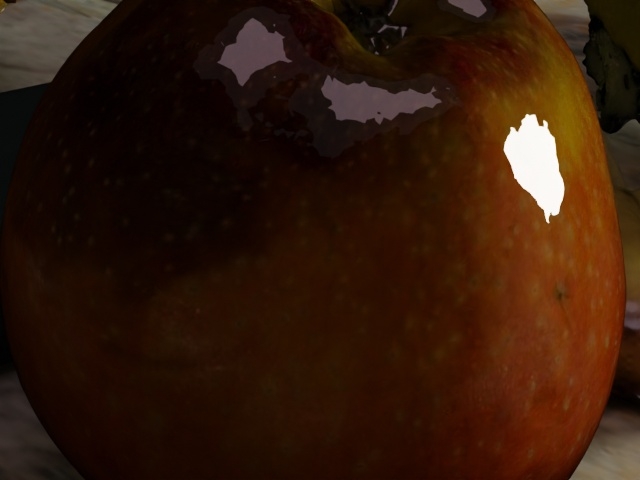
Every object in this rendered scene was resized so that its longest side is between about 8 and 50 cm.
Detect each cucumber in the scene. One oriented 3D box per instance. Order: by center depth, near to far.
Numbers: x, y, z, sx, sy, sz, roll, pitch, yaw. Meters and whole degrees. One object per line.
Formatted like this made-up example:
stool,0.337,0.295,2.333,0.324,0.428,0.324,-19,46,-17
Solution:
cucumber,0.235,-0.120,0.967,0.245,0.067,0.067,-20,37,-34

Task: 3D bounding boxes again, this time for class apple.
apple,0.000,0.000,0.606,0.230,0.230,0.230,1,31,-1

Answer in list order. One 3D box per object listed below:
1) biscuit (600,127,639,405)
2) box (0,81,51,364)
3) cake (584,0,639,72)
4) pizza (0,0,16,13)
biscuit,0.106,-0.015,0.799,0.154,0.045,0.299,-19,36,-28
box,-0.120,-0.016,0.776,0.230,0.050,0.160,-15,38,-26
cake,0.258,-0.114,0.831,0.179,0.156,0.260,-18,59,-28
pizza,-0.225,-0.088,0.888,0.154,0.069,0.194,3,43,-8
